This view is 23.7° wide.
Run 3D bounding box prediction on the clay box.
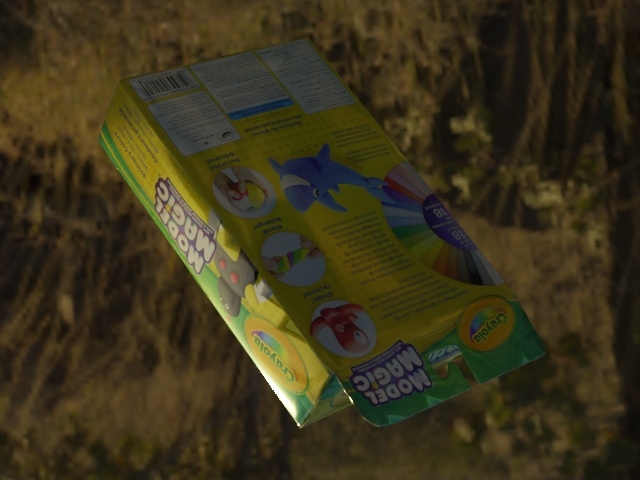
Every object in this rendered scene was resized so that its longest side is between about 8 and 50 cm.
[{"bbox_3d":[0.000,0.000,0.768,0.127,0.222,0.053,-18,153,-37],"label":"clay box"}]
